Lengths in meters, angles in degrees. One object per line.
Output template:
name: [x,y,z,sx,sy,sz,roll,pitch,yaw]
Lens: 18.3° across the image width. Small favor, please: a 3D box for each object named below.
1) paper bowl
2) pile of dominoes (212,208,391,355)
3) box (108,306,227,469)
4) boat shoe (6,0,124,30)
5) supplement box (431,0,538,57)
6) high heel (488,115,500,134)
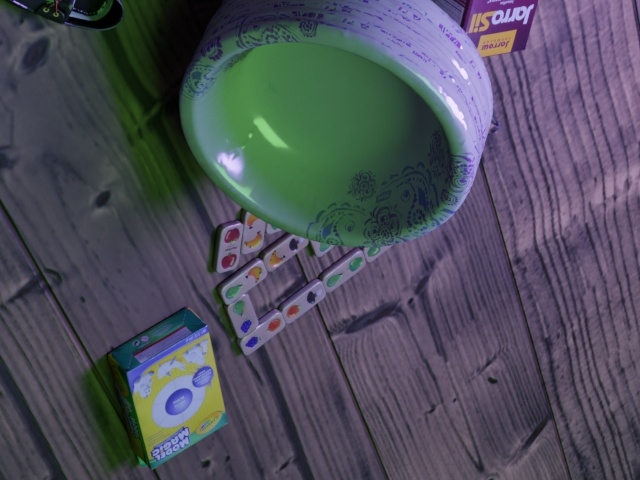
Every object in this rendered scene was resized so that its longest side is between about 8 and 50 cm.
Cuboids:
paper bowl: [0.021,-0.139,1.865,0.284,0.284,0.148,76,26,-46]
pile of dominoes: [0.000,0.000,2.124,0.251,0.040,0.196,-37,140,-15]
box: [-0.158,0.166,2.107,0.105,0.043,0.179,-31,140,-21]
boat shoe: [-0.227,-0.214,1.729,0.133,0.042,0.049,10,116,-46]
supplement box: [0.169,-0.285,2.018,0.104,0.081,0.188,-14,130,-36]
high heel: [0.113,-0.205,1.960,0.186,0.093,0.261,10,133,-8]
